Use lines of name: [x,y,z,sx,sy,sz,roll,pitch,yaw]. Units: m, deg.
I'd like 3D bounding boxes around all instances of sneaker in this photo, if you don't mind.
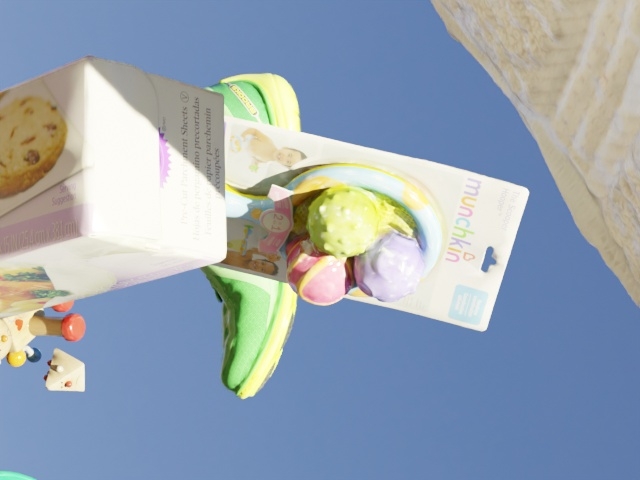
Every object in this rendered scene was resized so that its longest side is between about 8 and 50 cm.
sneaker: [-0.079,-0.004,1.584,0.109,0.123,0.295,109,-19,-84]

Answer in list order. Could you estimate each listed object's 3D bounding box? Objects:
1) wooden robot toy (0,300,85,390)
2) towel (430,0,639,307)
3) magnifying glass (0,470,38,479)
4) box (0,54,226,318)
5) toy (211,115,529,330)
wooden robot toy: [-0.231,0.057,1.284,0.076,0.079,0.173,1,-59,38]
towel: [0.096,-0.091,0.491,0.187,0.049,0.282,59,-17,23]
magnifying glass: [-0.121,0.216,1.065,0.026,0.231,0.092,-47,-156,17]
box: [-0.166,0.002,0.687,0.324,0.063,0.067,-13,-108,43]
toy: [0.000,0.000,1.112,0.237,0.056,0.137,16,-43,5]
